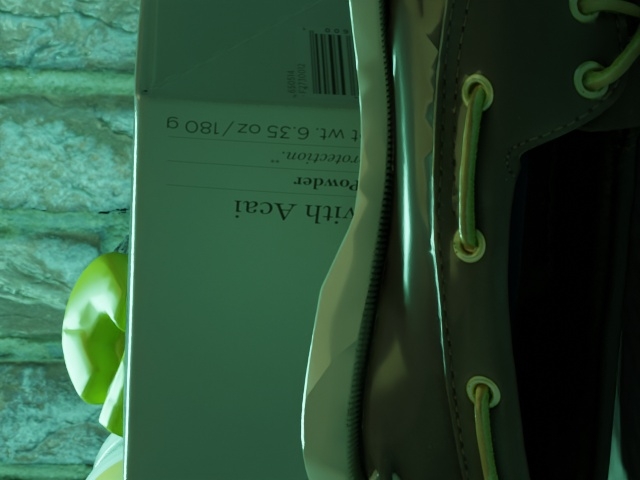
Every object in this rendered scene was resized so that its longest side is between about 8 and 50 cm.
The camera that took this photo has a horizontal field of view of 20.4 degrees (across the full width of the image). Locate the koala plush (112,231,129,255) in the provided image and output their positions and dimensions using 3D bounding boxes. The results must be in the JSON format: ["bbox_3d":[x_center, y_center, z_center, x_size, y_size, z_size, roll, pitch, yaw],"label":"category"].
[{"bbox_3d":[-0.029,-0.032,1.185,0.196,0.203,0.221,-126,50,-80],"label":"koala plush"}]

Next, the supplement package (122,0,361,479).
[{"bbox_3d":[0.000,0.000,0.823,0.175,0.178,0.293,-94,8,-47],"label":"supplement package"}]

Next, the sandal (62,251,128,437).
[{"bbox_3d":[-0.023,0.126,1.003,0.317,0.138,0.126,60,136,30],"label":"sandal"}]

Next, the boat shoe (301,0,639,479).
[{"bbox_3d":[0.068,-0.046,0.595,0.116,0.097,0.324,-16,-62,-54],"label":"boat shoe"}]

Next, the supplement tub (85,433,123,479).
[{"bbox_3d":[-0.123,0.318,1.657,0.316,0.228,0.228,-98,12,-60],"label":"supplement tub"}]
